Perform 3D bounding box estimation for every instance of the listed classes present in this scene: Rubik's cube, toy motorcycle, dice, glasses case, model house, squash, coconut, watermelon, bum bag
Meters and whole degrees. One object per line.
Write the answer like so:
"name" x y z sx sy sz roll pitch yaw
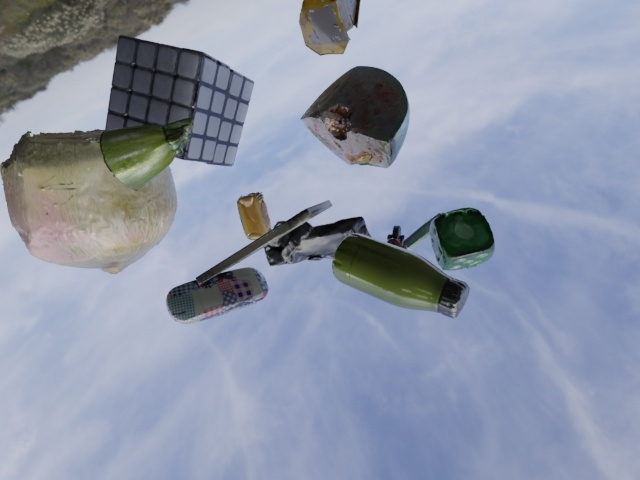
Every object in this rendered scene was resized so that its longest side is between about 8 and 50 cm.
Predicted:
"Rubik's cube" -0.485 -0.471 1.493 0.344 0.344 0.337 19 -167 17
"toy motorcycle" 0.194 0.071 1.134 0.084 0.213 0.118 3 -164 16
"dice" 0.354 0.000 1.081 0.130 0.120 0.129 -13 -115 0
"glasses case" -0.315 0.168 1.336 0.327 0.076 0.125 -15 -119 -35
"model house" 0.039 -0.788 1.515 0.219 0.208 0.136 16 -126 44
"squash" -0.260 -0.149 0.681 0.132 0.105 0.105 -18 -144 7
"coconut" -0.565 -0.092 1.091 0.404 0.405 0.405 -19 -144 15
"watermelon" 0.118 -0.297 1.067 0.188 0.175 0.321 -47 -125 -6
"bum bag" 0.000 0.000 1.161 0.309 0.137 0.074 -5 -145 -17

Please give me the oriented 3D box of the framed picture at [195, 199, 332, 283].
"framed picture" -0.101 0.002 0.832 0.259 0.023 0.189 -31 -178 17

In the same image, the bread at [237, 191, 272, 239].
"bread" -0.344 -0.127 2.242 0.136 0.242 0.107 -8 -161 19

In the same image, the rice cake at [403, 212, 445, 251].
"rice cake" 0.345 -0.020 1.449 0.211 0.034 0.043 -41 -132 24

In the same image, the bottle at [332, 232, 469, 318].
"bottle" 0.153 0.071 0.830 0.260 0.112 0.112 21 -122 32
